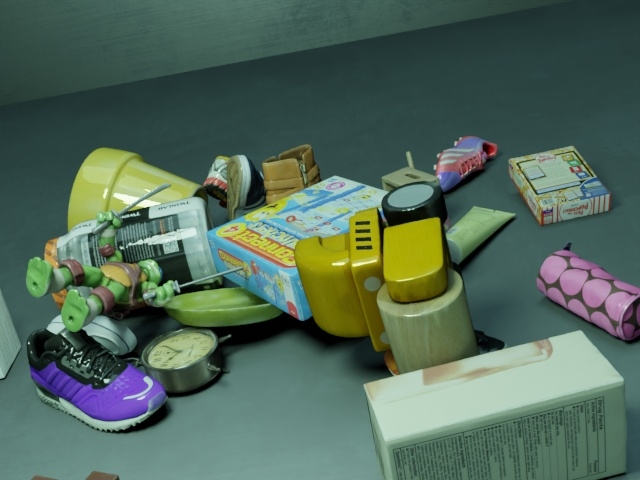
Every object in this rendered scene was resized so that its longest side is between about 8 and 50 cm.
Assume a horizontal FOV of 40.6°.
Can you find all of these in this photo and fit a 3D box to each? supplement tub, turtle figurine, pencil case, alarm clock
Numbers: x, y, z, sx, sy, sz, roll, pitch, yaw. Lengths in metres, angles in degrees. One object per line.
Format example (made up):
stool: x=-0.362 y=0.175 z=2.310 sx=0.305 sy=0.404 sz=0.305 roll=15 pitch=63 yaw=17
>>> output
supplement tub: x=-0.361 y=0.037 z=1.696 sx=0.316 sy=0.194 sz=0.193 roll=-13 pitch=25 yaw=-2
turtle figurine: x=-0.332 y=0.032 z=1.450 sx=0.274 sy=0.198 sz=0.266 roll=-23 pitch=0 yaw=32
pencil case: x=0.447 y=0.082 z=1.391 sx=0.098 sy=0.095 sz=0.209 roll=1 pitch=21 yaw=-26
alarm clock: x=-0.248 y=0.203 z=1.451 sx=0.192 sy=0.064 sz=0.129 roll=-4 pitch=26 yaw=8

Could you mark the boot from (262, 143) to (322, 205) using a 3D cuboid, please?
boot: x=-0.079 y=-0.051 z=1.733 sx=0.109 sy=0.220 sz=0.283 roll=13 pitch=34 yaw=41

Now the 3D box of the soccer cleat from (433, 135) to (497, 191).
soccer cleat: x=0.334 y=-0.181 z=2.007 sx=0.095 sy=0.083 sz=0.248 roll=7 pitch=28 yaw=25

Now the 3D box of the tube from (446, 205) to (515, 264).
tube: x=0.300 y=-0.018 z=1.707 sx=0.062 sy=0.070 sz=0.240 roll=-46 pitch=-7 yaw=39

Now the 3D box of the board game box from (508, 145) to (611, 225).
board game box: x=0.492 y=-0.118 z=1.793 sx=0.146 sy=0.045 sz=0.193 roll=-12 pitch=38 yaw=-2

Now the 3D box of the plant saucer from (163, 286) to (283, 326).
plant saucer: x=-0.163 y=0.120 z=1.553 sx=0.241 sy=0.037 sz=0.241 roll=-3 pitch=6 yaw=0

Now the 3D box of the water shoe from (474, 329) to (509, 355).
water shoe: x=0.195 y=0.148 z=1.361 sx=0.203 sy=0.080 sz=0.073 roll=5 pitch=30 yaw=32

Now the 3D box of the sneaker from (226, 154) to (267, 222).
sneaker: x=-0.117 y=-0.100 z=1.843 sx=0.153 sy=0.282 sz=0.099 roll=-9 pitch=64 yaw=-11

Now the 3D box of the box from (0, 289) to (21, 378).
box: x=-0.672 y=0.162 z=1.579 sx=0.181 sy=0.182 sz=0.119 roll=-10 pitch=23 yaw=2

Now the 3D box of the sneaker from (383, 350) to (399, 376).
sneaker: x=0.161 y=0.189 z=1.306 sx=0.064 sy=0.067 sz=0.175 roll=-28 pitch=28 yaw=-29

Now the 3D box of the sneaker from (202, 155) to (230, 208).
sneaker: x=-0.192 y=-0.123 z=1.987 sx=0.088 sy=0.093 sz=0.225 roll=11 pitch=-14 yaw=16

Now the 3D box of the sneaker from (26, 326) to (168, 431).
sneaker: x=-0.380 y=0.208 z=1.400 sx=0.293 sy=0.146 sz=0.102 roll=6 pitch=30 yaw=34

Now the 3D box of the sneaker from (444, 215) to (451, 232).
sneaker: x=0.150 y=0.001 z=1.688 sx=0.236 sy=0.095 sz=0.104 roll=-27 pitch=21 yaw=-28

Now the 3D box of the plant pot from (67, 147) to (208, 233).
plant pot: x=-0.383 y=-0.058 z=1.882 sx=0.239 sy=0.254 sz=0.254 roll=12 pitch=30 yaw=10

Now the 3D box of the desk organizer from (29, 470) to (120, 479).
desk organizer: x=-0.341 y=0.350 z=1.203 sx=0.130 sy=0.047 sz=0.050 roll=2 pitch=26 yaw=25

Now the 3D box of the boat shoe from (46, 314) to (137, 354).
boat shoe: x=-0.424 y=0.188 z=1.563 sx=0.226 sy=0.083 sz=0.076 roll=-3 pitch=38 yaw=42

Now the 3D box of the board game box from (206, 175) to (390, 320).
board game box: x=0.000 y=0.000 z=1.547 sx=0.302 sy=0.086 sz=0.308 roll=-25 pitch=27 yaw=-27

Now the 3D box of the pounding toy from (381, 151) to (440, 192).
pounding toy: x=0.197 y=-0.101 z=1.828 sx=0.100 sy=0.130 sz=0.141 roll=-23 pitch=27 yaw=-24

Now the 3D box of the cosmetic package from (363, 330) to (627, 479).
cosmetic package: x=0.217 y=0.234 z=1.089 sx=0.296 sy=0.153 sz=0.129 roll=-12 pitch=26 yaw=-4

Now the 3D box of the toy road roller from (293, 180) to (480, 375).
toy road roller: x=0.087 y=0.077 z=1.257 sx=0.240 sy=0.202 sz=0.329 roll=-13 pitch=28 yaw=9
